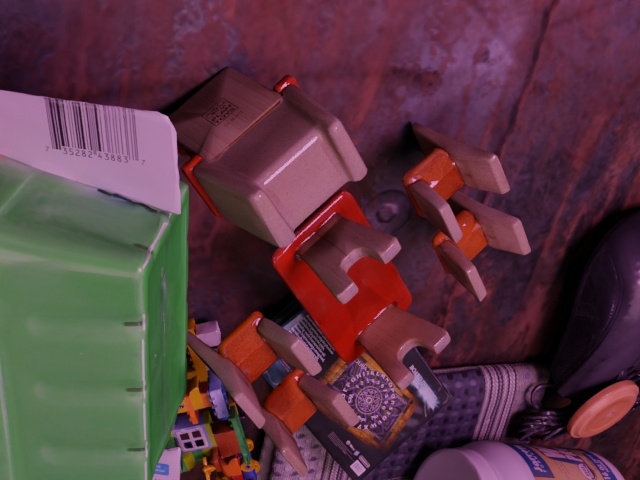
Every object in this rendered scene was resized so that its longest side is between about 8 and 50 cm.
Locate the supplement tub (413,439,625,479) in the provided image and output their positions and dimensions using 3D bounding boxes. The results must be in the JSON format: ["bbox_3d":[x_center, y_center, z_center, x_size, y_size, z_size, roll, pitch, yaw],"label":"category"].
[{"bbox_3d":[0.205,0.280,0.900,0.200,0.144,0.144,12,119,-31],"label":"supplement tub"}]

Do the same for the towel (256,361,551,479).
[{"bbox_3d":[0.072,0.264,0.962,0.312,0.056,0.324,-3,123,-22],"label":"towel"}]

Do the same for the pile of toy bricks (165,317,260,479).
[{"bbox_3d":[-0.119,0.183,0.783,0.105,0.118,0.212,-12,124,0],"label":"pile of toy bricks"}]

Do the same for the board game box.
[{"bbox_3d":[0.028,0.122,0.807,0.126,0.026,0.186,-40,117,-7],"label":"board game box"}]

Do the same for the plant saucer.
[{"bbox_3d":[0.287,0.173,0.895,0.083,0.013,0.083,-20,142,-17],"label":"plant saucer"}]

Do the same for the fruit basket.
[{"bbox_3d":[-0.263,0.032,0.598,0.353,0.165,0.327,11,123,9],"label":"fruit basket"}]

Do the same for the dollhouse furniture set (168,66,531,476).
[{"bbox_3d":[0.000,0.000,0.677,0.262,0.135,0.259,-43,133,-12],"label":"dollhouse furniture set"}]

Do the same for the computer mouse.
[{"bbox_3d":[0.307,0.096,0.885,0.188,0.072,0.272,-13,127,-29],"label":"computer mouse"}]
